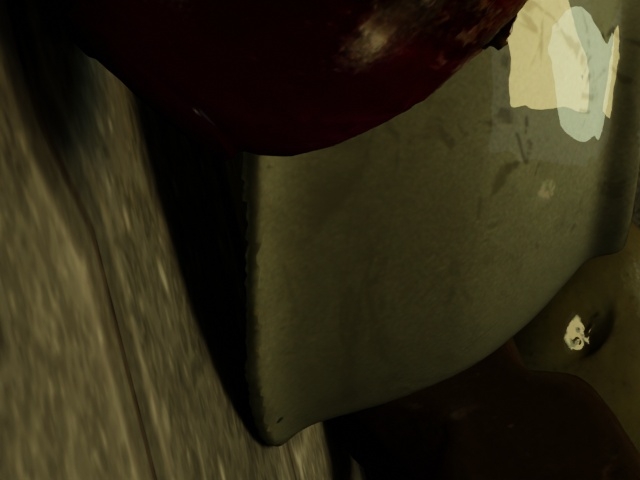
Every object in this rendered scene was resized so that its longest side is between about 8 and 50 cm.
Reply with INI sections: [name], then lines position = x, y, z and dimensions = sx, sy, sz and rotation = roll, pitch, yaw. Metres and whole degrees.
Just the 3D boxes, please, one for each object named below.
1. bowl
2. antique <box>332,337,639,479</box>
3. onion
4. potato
[bowl]
position = 0.065, -0.059, 0.742
dimensions = 0.313, 0.146, 0.313
rotation = 6, 90, -81
[antique]
position = 0.098, 0.133, 1.009
dimensions = 0.257, 0.121, 0.143
rotation = 46, -23, 33
[onion]
position = -0.036, -0.103, 0.480
dimensions = 0.135, 0.198, 0.173
rotation = -64, -168, -1
[potato]
position = 0.145, 0.121, 1.233
dimensions = 0.243, 0.221, 0.326
rotation = 49, -25, 27
